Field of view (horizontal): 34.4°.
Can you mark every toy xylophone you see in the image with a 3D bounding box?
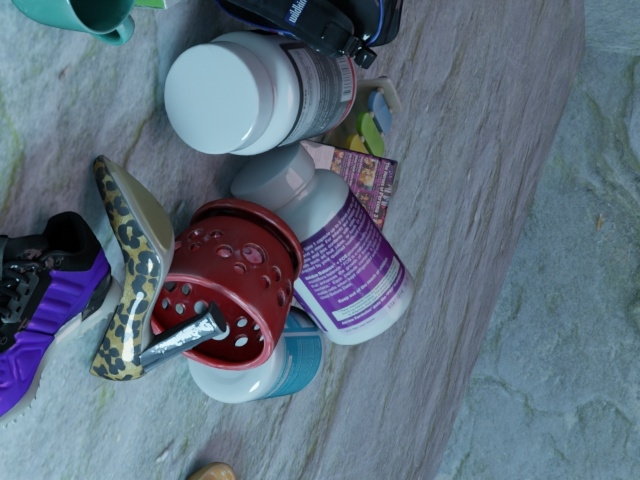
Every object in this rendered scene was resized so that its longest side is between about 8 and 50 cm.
[{"bbox_3d":[0.043,-0.145,1.797,0.236,0.081,0.322,39,66,-65],"label":"toy xylophone"}]

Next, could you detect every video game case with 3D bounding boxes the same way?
[{"bbox_3d":[0.008,-0.039,1.672,0.210,0.042,0.232,10,95,-30],"label":"video game case"}]

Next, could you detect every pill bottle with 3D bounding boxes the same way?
[{"bbox_3d":[-0.076,-0.201,1.379,0.283,0.161,0.161,-27,126,-61],"label":"pill bottle"},{"bbox_3d":[0.000,0.000,1.553,0.301,0.169,0.169,54,47,-26],"label":"pill bottle"},{"bbox_3d":[-0.083,0.170,1.586,0.264,0.146,0.146,12,91,-67],"label":"pill bottle"}]

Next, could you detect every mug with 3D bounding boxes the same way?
[{"bbox_3d":[-0.251,-0.261,1.017,0.129,0.097,0.157,-42,140,-55],"label":"mug"}]

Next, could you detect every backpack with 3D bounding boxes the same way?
[{"bbox_3d":[-0.013,-0.378,1.304,0.213,0.264,0.276,-31,133,-67],"label":"backpack"}]

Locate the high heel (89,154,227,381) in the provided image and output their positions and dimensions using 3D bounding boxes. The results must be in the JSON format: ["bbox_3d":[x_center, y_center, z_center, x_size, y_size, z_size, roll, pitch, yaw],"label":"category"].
[{"bbox_3d":[-0.253,0.043,1.238,0.261,0.186,0.093,61,15,-11],"label":"high heel"}]

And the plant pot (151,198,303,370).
[{"bbox_3d":[-0.120,0.051,1.379,0.191,0.191,0.174,78,30,-45],"label":"plant pot"}]

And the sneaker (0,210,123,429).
[{"bbox_3d":[-0.319,0.069,1.053,0.293,0.102,0.146,-56,146,-50],"label":"sneaker"}]

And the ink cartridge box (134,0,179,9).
[{"bbox_3d":[-0.182,-0.378,1.160,0.109,0.062,0.209,-49,144,-49],"label":"ink cartridge box"}]

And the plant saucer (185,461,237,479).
[{"bbox_3d":[-0.194,0.441,1.619,0.200,0.037,0.199,-43,139,-53],"label":"plant saucer"}]
